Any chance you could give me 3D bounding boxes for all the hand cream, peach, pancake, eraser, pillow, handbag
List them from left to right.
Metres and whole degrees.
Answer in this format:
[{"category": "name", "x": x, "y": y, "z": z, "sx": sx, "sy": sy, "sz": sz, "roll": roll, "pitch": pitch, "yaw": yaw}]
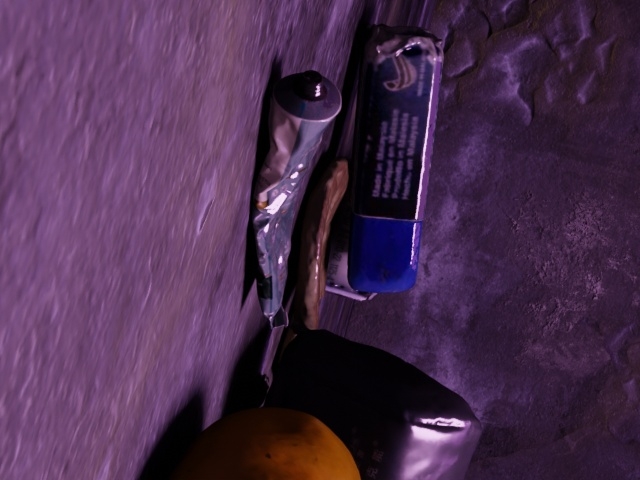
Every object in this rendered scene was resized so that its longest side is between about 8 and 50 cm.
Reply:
[{"category": "peach", "x": -0.058, "y": 0.245, "z": 0.654, "sx": 0.251, "sy": 0.153, "sz": 0.251, "roll": 11, "pitch": 90, "yaw": -79}, {"category": "hand cream", "x": -0.022, "y": -0.032, "z": 0.716, "sx": 0.248, "sy": 0.052, "sz": 0.075, "roll": 100, "pitch": 8, "yaw": -47}, {"category": "pillow", "x": -0.031, "y": 0.155, "z": 1.244, "sx": 0.203, "sy": 0.038, "sz": 0.113, "roll": 90, "pitch": 17, "yaw": -69}, {"category": "handbag", "x": -0.013, "y": 0.247, "z": 0.903, "sx": 0.178, "sy": 0.275, "sz": 0.302, "roll": 10, "pitch": 102, "yaw": -43}, {"category": "pancake", "x": -0.001, "y": 0.000, "z": 1.096, "sx": 0.236, "sy": 0.042, "sz": 0.222, "roll": -74, "pitch": 171, "yaw": -45}, {"category": "eraser", "x": 0.090, "y": -0.105, "z": 1.148, "sx": 0.155, "sy": 0.101, "sz": 0.332, "roll": -84, "pitch": 177, "yaw": -72}]

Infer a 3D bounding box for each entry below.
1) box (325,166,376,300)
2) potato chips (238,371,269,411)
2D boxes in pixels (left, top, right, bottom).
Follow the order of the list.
[{"category": "box", "x": 0.075, "y": -0.027, "z": 1.446, "sx": 0.370, "sy": 0.112, "sz": 0.190, "roll": -49, "pitch": 153, "yaw": -79}, {"category": "potato chips", "x": -0.082, "y": 0.207, "z": 0.945, "sx": 0.209, "sy": 0.026, "sz": 0.142, "roll": -31, "pitch": 134, "yaw": -83}]
